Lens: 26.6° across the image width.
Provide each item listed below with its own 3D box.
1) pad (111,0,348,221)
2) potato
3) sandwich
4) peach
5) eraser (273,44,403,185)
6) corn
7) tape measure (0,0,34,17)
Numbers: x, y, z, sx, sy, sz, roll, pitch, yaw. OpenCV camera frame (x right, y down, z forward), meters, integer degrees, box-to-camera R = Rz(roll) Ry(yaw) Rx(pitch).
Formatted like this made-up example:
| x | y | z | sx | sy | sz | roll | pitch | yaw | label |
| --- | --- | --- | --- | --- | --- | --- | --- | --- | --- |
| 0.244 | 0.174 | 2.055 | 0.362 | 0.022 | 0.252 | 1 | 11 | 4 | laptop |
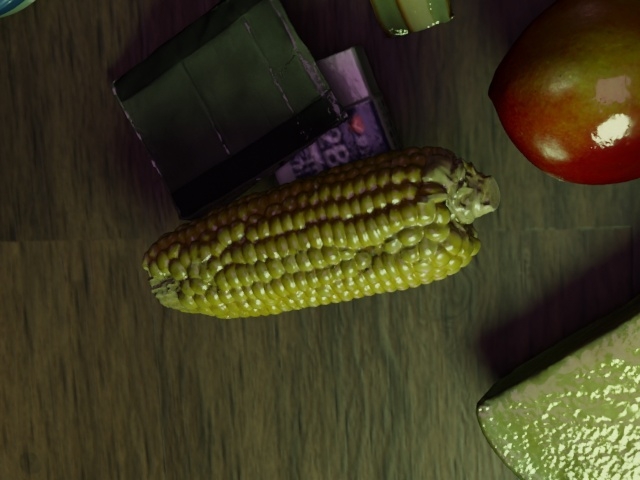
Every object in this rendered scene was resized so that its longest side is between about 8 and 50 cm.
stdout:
| x | y | z | sx | sy | sz | roll | pitch | yaw | label |
| --- | --- | --- | --- | --- | --- | --- | --- | --- | --- |
| -0.095 | -0.137 | 1.329 | 0.233 | 0.022 | 0.174 | -33 | 85 | 35 | pad |
| 0.284 | 0.148 | 1.322 | 0.255 | 0.112 | 0.269 | -5 | 97 | 15 | potato |
| 0.072 | -0.298 | 1.319 | 0.079 | 0.113 | 0.163 | -16 | 132 | 12 | sandwich |
| 0.252 | -0.138 | 1.236 | 0.197 | 0.197 | 0.197 | 2 | 101 | 10 | peach |
| 0.021 | -0.075 | 1.345 | 0.124 | 0.068 | 0.210 | -19 | 97 | 17 | eraser |
| 0.000 | 0.000 | 1.266 | 0.347 | 0.130 | 0.130 | -16 | 98 | 21 | corn |
| -0.353 | -0.252 | 1.366 | 0.215 | 0.098 | 0.351 | -13 | 101 | 13 | tape measure |
